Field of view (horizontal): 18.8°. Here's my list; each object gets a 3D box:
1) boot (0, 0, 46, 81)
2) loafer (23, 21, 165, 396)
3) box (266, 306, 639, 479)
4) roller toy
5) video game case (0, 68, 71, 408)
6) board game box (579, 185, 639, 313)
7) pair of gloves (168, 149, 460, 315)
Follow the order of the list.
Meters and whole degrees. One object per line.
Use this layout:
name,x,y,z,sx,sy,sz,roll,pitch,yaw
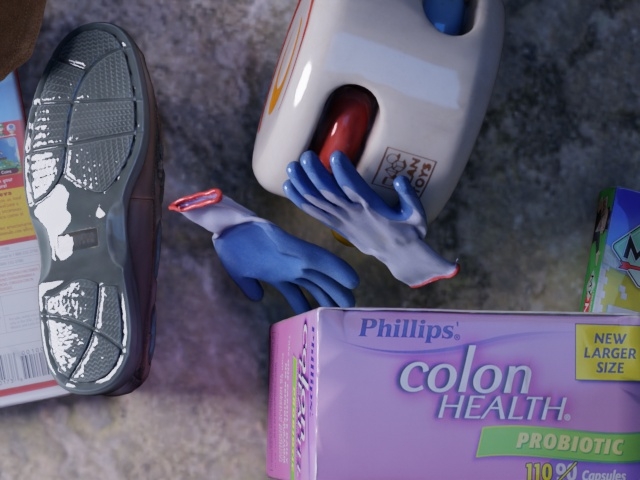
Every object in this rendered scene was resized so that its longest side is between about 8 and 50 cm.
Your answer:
boot,-0.256,-0.252,1.382,0.115,0.112,0.305,11,71,-31
loafer,-0.157,-0.019,1.389,0.096,0.084,0.267,-3,80,17
box,0.083,0.111,1.319,0.214,0.243,0.117,2,84,-9
roller toy,0.045,-0.105,1.360,0.146,0.191,0.209,18,82,-7
video game case,-0.301,-0.011,1.383,0.204,0.025,0.285,-10,86,-9
board game box,0.347,0.097,1.460,0.317,0.046,0.213,12,84,-7
pair of gloves,0.000,0.000,1.342,0.159,0.198,0.023,40,50,-35
